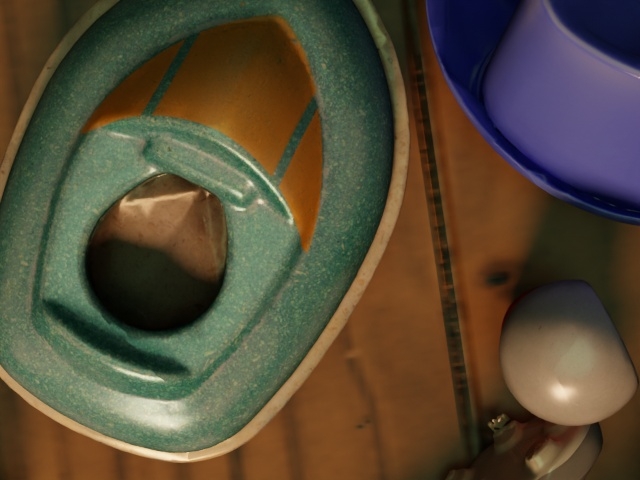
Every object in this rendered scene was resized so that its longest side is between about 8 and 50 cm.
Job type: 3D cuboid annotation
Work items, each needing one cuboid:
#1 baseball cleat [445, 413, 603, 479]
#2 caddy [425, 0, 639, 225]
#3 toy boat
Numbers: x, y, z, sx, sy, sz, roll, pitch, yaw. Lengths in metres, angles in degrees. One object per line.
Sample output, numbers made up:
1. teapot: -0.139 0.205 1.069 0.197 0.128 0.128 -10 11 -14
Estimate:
1. baseball cleat: 0.086 0.178 0.888 0.109 0.072 0.206 43 98 -15
2. caddy: 0.221 -0.133 0.808 0.341 0.179 0.241 -3 72 0
3. toy boat: 0.000 0.000 0.831 0.318 0.148 0.267 22 93 0
